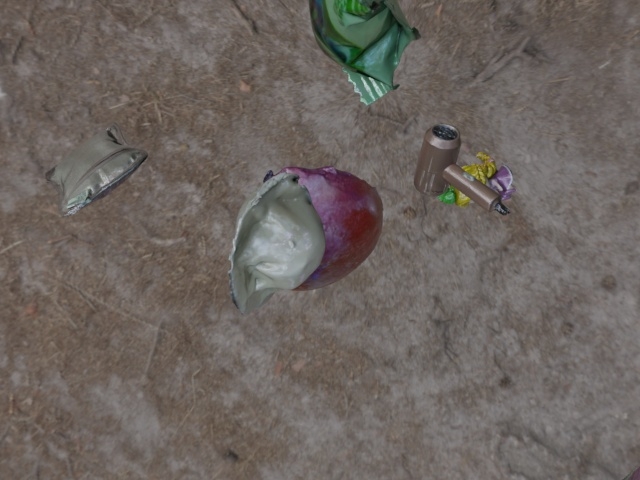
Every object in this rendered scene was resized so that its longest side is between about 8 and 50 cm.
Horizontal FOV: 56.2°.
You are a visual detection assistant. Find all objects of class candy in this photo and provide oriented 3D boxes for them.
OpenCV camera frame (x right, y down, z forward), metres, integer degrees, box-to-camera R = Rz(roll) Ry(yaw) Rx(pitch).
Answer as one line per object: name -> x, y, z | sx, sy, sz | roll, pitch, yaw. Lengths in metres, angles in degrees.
candy -> 0.050, -0.458, 1.130 | 0.172, 0.398, 0.262 | -33, 73, 5

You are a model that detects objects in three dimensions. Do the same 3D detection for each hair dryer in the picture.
hair dryer -> 0.235, -0.100, 0.973 | 0.182, 0.064, 0.117 | 41, 145, 28

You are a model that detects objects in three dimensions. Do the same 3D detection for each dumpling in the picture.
dumpling -> -0.073, 0.020, 0.846 | 0.142, 0.172, 0.247 | 28, 142, 21

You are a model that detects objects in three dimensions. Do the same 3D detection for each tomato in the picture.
tomato -> 0.002, 0.001, 1.260 | 0.290, 0.176, 0.334 | 5, 144, -19

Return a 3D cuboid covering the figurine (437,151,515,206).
figurine -> 0.305, -0.125, 1.229 | 0.157, 0.094, 0.114 | -15, 61, -6

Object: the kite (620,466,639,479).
kite -> 0.509, 0.356, 0.854 | 0.022, 0.204, 0.360 | 34, 116, 1

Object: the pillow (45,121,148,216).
pillow -> -0.306, -0.100, 0.802 | 0.131, 0.233, 0.038 | -42, 124, -10
